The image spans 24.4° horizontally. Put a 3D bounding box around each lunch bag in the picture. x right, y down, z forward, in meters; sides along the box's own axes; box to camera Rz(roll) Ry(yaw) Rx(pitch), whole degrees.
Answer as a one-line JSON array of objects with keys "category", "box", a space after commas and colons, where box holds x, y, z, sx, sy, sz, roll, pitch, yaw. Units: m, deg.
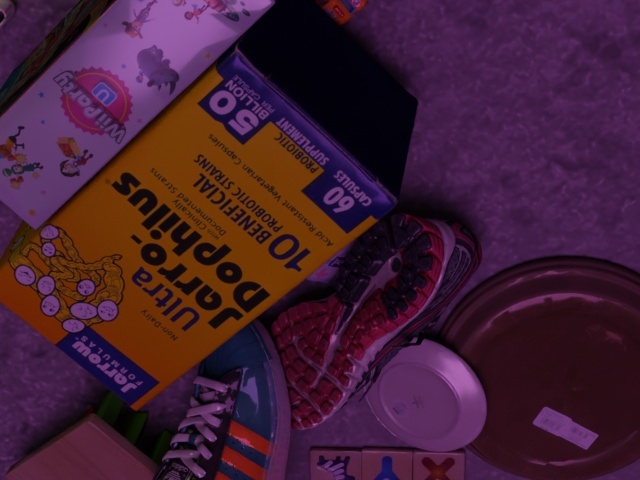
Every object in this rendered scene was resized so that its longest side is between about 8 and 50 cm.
[{"category": "lunch bag", "box": [0.000, 0.000, 1.482, 0.083, 0.053, 0.071, 37, 116, -26]}]

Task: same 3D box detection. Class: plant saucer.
[{"category": "plant saucer", "box": [0.255, 0.146, 1.548, 0.278, 0.041, 0.278, 1, 118, 2]}]

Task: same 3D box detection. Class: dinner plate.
[{"category": "dinner plate", "box": [0.106, 0.165, 1.552, 0.141, 0.017, 0.141, 15, 123, 24]}]

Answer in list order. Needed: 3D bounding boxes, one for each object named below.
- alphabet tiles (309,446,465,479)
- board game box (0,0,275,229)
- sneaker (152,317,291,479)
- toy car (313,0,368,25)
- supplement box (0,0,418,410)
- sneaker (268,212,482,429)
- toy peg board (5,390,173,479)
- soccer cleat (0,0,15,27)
[{"category": "alphabet tiles", "box": [0.077, 0.381, 1.697, 0.285, 0.011, 0.342, 1, 118, 3]}, {"category": "board game box", "box": [-0.168, -0.178, 1.304, 0.097, 0.224, 0.303, 41, 112, -17]}, {"category": "sneaker", "box": [-0.109, 0.226, 1.519, 0.121, 0.108, 0.302, -3, 96, -37]}, {"category": "toy car", "box": [0.030, -0.185, 1.389, 0.060, 0.040, 0.122, -18, 114, 13]}, {"category": "supplement box", "box": [-0.108, -0.044, 1.363, 0.194, 0.195, 0.356, 42, 120, -16]}, {"category": "sneaker", "box": [0.049, 0.091, 1.498, 0.112, 0.121, 0.299, 0, 144, -47]}, {"category": "toy peg board", "box": [-0.229, 0.251, 1.626, 0.161, 0.079, 0.160, 43, 128, -17]}, {"category": "soccer cleat", "box": [-0.325, -0.202, 1.407, 0.083, 0.035, 0.029, -32, 111, 18]}]
